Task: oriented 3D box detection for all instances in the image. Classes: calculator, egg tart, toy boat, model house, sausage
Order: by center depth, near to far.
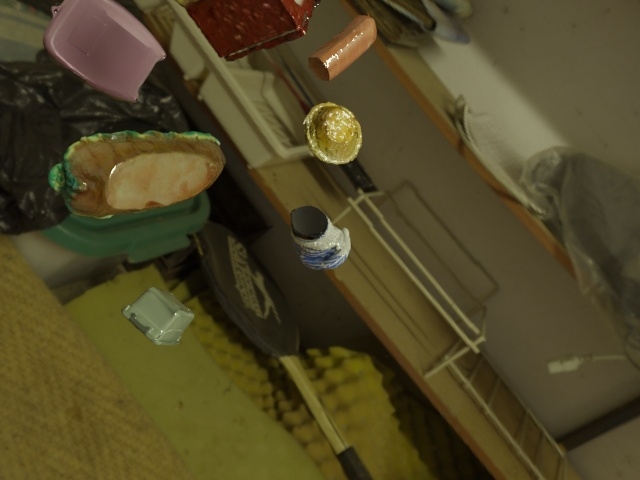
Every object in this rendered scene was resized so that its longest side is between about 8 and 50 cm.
[{"bbox_3d":[-0.199,-0.095,0.787,0.099,0.108,0.293,20,24,27],"label":"toy boat"},{"bbox_3d":[-0.140,-0.450,0.991,0.254,0.196,0.160,44,48,-45],"label":"model house"},{"bbox_3d":[0.031,-0.208,1.146,0.128,0.049,0.129,6,75,-24],"label":"egg tart"},{"bbox_3d":[0.053,-0.388,1.198,0.065,0.169,0.065,41,-17,16],"label":"sausage"},{"bbox_3d":[-0.486,-0.440,1.375,0.043,0.194,0.294,36,3,33],"label":"calculator"}]

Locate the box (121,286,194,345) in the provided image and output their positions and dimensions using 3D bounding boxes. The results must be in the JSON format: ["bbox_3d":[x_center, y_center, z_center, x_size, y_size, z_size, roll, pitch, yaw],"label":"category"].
[{"bbox_3d":[-0.372,0.175,1.413,0.124,0.093,0.172,40,-5,9],"label":"box"}]

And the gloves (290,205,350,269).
[{"bbox_3d":[-0.003,0.004,1.086,0.119,0.097,0.229,24,-4,18],"label":"gloves"}]
